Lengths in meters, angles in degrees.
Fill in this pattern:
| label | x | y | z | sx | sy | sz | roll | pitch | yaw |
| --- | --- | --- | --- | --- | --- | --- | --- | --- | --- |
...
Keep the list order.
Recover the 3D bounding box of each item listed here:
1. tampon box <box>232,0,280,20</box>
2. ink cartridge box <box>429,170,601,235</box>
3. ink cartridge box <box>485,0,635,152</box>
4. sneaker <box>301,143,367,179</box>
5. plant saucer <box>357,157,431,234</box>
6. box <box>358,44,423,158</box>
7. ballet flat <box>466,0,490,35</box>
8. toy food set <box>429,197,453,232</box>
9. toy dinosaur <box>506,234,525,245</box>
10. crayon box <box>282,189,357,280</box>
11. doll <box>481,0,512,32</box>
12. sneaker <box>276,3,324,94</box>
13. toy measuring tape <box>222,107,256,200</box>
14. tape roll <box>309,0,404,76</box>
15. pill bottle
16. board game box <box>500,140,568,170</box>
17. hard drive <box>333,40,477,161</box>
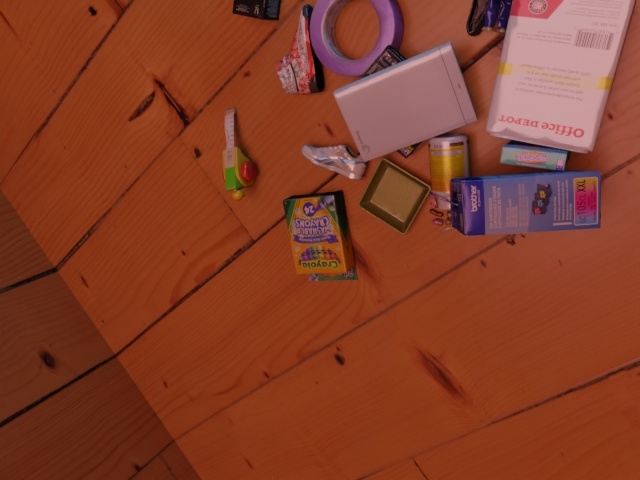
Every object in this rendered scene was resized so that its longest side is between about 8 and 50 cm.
| label | x | y | z | sx | sy | sz | roll | pitch | yaw |
| --- | --- | --- | --- | --- | --- | --- | --- | --- | --- |
| tampon box | -0.197 | -0.795 | 1.849 | 0.120 | 0.101 | 0.161 | 20 | 115 | 21 |
| ink cartridge box | 0.495 | -0.101 | 1.543 | 0.394 | 0.270 | 0.151 | -5 | 96 | 6 |
| ink cartridge box | 0.615 | -0.449 | 1.509 | 0.279 | 0.160 | 0.385 | 17 | 112 | 22 |
| sneaker | 0.047 | -0.278 | 1.908 | 0.228 | 0.087 | 0.092 | 22 | 108 | 12 |
| plant saucer | 0.240 | -0.145 | 1.866 | 0.188 | 0.045 | 0.188 | 34 | 118 | 13 |
| box | 0.230 | -0.408 | 1.728 | 0.270 | 0.060 | 0.216 | 37 | 122 | -12 |
| ballet flat | 0.442 | -0.652 | 1.598 | 0.057 | 0.049 | 0.173 | 16 | 112 | 19 |
| toy food set | 0.379 | -0.086 | 1.829 | 0.077 | 0.019 | 0.122 | -27 | 93 | 31 |
| toy dinosaur | 0.568 | -0.068 | 1.719 | 0.092 | 0.053 | 0.183 | -9 | 102 | 30 |
| crayon box | 0.000 | 0.000 | 2.014 | 0.202 | 0.083 | 0.323 | -4 | 105 | 28 |
| doll | 0.483 | -0.663 | 1.563 | 0.128 | 0.046 | 0.189 | 5 | 111 | -7 |
| sneaker | -0.078 | -0.603 | 1.856 | 0.144 | 0.090 | 0.270 | 1 | 109 | 24 |
| toy measuring tape | -0.292 | -0.302 | 2.077 | 0.121 | 0.121 | 0.331 | -8 | 80 | 29 |
| tape roll | 0.108 | -0.638 | 1.751 | 0.274 | 0.090 | 0.275 | 9 | 111 | 25 |
| pill bottle | 0.386 | -0.205 | 1.731 | 0.117 | 0.117 | 0.215 | 1 | 106 | 27 |
| board game box | 0.585 | -0.236 | 1.565 | 0.160 | 0.210 | 0.047 | 12 | 111 | 23 |
| hard drive | 0.243 | -0.390 | 1.672 | 0.352 | 0.047 | 0.233 | -18 | 116 | 21 |
